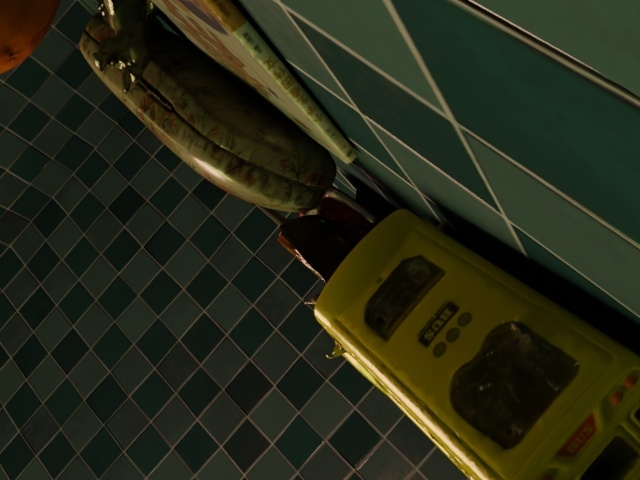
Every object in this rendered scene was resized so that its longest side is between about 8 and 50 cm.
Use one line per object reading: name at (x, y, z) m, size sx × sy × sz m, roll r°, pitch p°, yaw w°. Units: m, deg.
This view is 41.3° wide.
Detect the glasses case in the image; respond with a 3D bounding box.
glasses case at (-0.135, -0.150, 0.912) m, size 0.156 × 0.098 × 0.425 m, roll 21°, pitch -166°, yaw -41°

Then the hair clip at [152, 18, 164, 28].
hair clip at (-0.280, -0.324, 1.057) m, size 0.229 × 0.039 × 0.070 m, roll 40°, pitch 179°, yaw -37°

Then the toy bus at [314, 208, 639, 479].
toy bus at (0.104, 0.080, 0.614) m, size 0.152 × 0.144 × 0.330 m, roll 41°, pitch 179°, yaw -33°

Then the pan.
pan at (-0.004, -0.004, 0.831) m, size 0.202 × 0.048 × 0.128 m, roll 46°, pitch 180°, yaw 16°

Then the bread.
bread at (0.052, 0.036, 0.983) m, size 0.212 × 0.142 × 0.224 m, roll 38°, pitch -179°, yaw 0°

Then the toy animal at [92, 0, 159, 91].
toy animal at (-0.187, -0.209, 0.822) m, size 0.069 × 0.086 × 0.220 m, roll 2°, pitch -140°, yaw -12°

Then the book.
book at (-0.094, -0.176, 0.653) m, size 0.208 × 0.020 × 0.295 m, roll 40°, pitch 180°, yaw 31°

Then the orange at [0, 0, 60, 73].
orange at (-0.383, -0.278, 0.845) m, size 0.246 × 0.246 × 0.246 m, roll 41°, pitch 180°, yaw 0°
